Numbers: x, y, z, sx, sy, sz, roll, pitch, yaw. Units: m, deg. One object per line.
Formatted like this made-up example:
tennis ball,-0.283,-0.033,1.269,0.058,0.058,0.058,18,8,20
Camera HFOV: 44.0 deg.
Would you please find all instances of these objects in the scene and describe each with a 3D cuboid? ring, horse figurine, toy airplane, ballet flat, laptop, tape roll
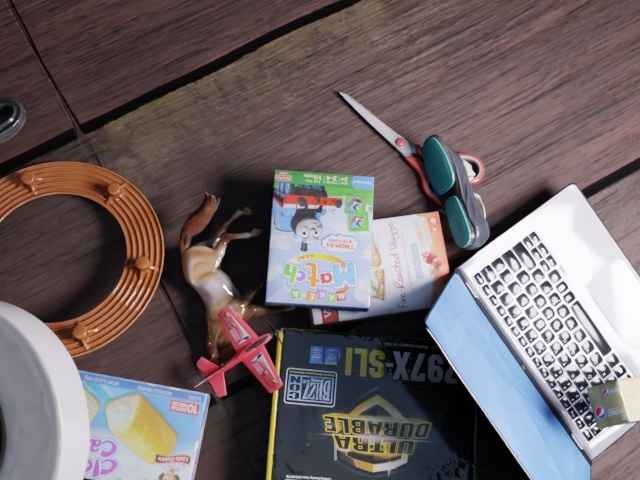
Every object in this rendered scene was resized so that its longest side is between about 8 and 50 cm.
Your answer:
ring,-0.413,0.020,1.227,0.336,0.032,0.337,2,67,-4
horse figurine,-0.147,0.057,1.254,0.174,0.066,0.263,-30,90,-2
toy airplane,-0.125,0.181,1.203,0.151,0.028,0.151,0,81,3
ballet flat,0.229,-0.081,1.306,0.074,0.074,0.203,-16,75,-8
laptop,0.384,0.160,1.179,0.408,0.236,0.382,-35,91,-11
tape roll,-0.508,0.275,1.111,0.392,0.072,0.392,-2,85,16

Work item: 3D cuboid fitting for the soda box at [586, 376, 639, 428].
soda box,0.476,0.232,1.160,0.181,0.058,0.061,2,68,-34

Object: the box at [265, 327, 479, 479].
box,0.082,0.277,1.229,0.322,0.079,0.257,5,76,-4

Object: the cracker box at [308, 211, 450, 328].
cracker box,0.087,0.048,1.280,0.232,0.067,0.156,-8,79,-6

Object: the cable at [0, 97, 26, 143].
cable,-0.597,-0.120,1.275,0.139,0.072,0.287,25,64,17

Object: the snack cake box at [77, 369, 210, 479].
snack cake box,-0.310,0.282,1.187,0.264,0.089,0.152,11,77,-3

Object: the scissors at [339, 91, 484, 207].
scissors,0.145,-0.147,1.347,0.297,0.021,0.109,27,80,-1

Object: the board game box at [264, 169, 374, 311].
board game box,0.000,0.000,1.229,0.160,0.039,0.211,4,76,-4
